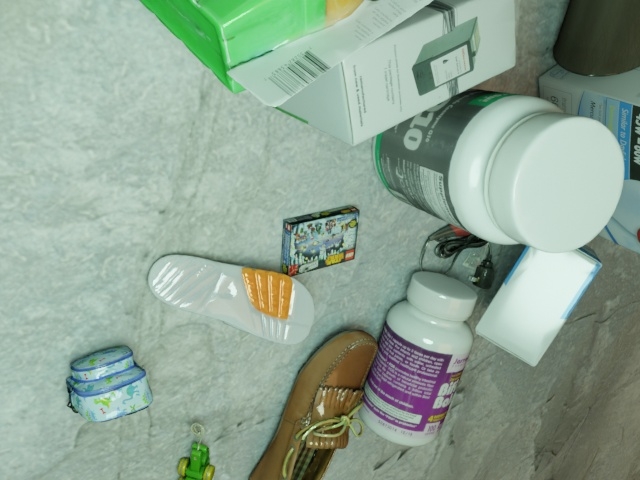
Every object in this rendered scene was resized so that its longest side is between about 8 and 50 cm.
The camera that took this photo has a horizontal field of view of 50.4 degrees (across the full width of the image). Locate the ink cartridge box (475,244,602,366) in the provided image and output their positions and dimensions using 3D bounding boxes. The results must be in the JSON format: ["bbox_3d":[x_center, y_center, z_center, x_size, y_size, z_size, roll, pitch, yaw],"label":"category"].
[{"bbox_3d":[0.429,0.092,1.330,0.223,0.129,0.307,-62,164,13],"label":"ink cartridge box"}]

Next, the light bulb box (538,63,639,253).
[{"bbox_3d":[0.642,-0.171,1.296,0.225,0.361,0.357,-36,131,-18],"label":"light bulb box"}]

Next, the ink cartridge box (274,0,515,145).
[{"bbox_3d":[0.086,-0.260,0.910,0.289,0.211,0.121,-29,128,-24],"label":"ink cartridge box"}]

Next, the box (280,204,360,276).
[{"bbox_3d":[0.000,0.000,1.109,0.137,0.027,0.093,-14,123,-33],"label":"box"}]

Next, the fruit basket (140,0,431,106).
[{"bbox_3d":[-0.022,-0.326,0.743,0.353,0.327,0.165,-37,161,-22],"label":"fruit basket"}]

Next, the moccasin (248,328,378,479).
[{"bbox_3d":[0.000,0.334,1.209,0.139,0.147,0.380,27,95,-44],"label":"moccasin"}]

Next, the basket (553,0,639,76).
[{"bbox_3d":[0.508,-0.421,1.154,0.204,0.154,0.226,-25,145,-7],"label":"basket"}]

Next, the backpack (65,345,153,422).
[{"bbox_3d":[-0.288,0.195,0.925,0.105,0.114,0.084,-17,103,-30],"label":"backpack"}]

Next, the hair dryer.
[{"bbox_3d":[0.334,-0.036,1.321,0.224,0.080,0.293,18,101,-42],"label":"hair dryer"}]

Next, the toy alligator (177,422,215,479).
[{"bbox_3d":[-0.203,0.372,1.139,0.051,0.056,0.189,-57,158,-67],"label":"toy alligator"}]

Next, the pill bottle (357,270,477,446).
[{"bbox_3d":[0.188,0.218,1.281,0.169,0.169,0.301,1,113,-39],"label":"pill bottle"}]

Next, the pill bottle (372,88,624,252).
[{"bbox_3d":[0.238,-0.112,0.980,0.204,0.361,0.204,-7,108,-21],"label":"pill bottle"}]

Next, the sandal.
[{"bbox_3d":[-0.131,0.078,1.024,0.265,0.076,0.101,21,85,-23],"label":"sandal"}]
